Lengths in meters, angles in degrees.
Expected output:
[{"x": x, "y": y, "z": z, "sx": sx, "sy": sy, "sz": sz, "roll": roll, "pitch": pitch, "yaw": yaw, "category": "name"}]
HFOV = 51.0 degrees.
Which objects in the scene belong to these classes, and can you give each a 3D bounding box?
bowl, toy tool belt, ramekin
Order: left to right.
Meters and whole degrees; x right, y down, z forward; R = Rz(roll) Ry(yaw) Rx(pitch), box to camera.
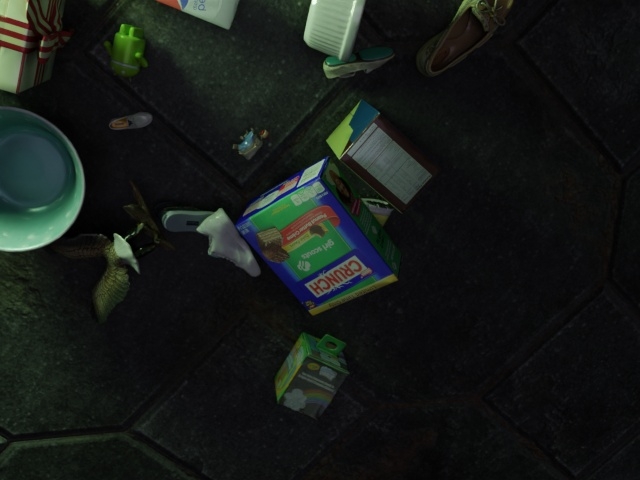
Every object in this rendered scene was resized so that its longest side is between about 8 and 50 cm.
[{"x": -0.661, "y": -0.144, "z": 1.475, "sx": 0.311, "sy": 0.163, "sz": 0.312, "roll": -2, "pitch": 106, "yaw": -7, "category": "bowl"}, {"x": -0.165, "y": -0.236, "z": 1.583, "sx": 0.051, "sy": 0.052, "sz": 0.083, "roll": 36, "pitch": 101, "yaw": -27, "category": "toy tool belt"}, {"x": 0.036, "y": -0.498, "z": 1.440, "sx": 0.108, "sy": 0.207, "sz": 0.207, "roll": 15, "pitch": 108, "yaw": -3, "category": "ramekin"}]

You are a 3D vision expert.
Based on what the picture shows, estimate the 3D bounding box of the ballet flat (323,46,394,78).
[{"x": 0.089, "y": -0.412, "z": 1.564, "sx": 0.168, "sy": 0.057, "sz": 0.052, "roll": -9, "pitch": 139, "yaw": -1, "category": "ballet flat"}]

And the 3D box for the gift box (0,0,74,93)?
[{"x": -0.637, "y": -0.455, "z": 1.324, "sx": 0.258, "sy": 0.255, "sz": 0.277, "roll": 16, "pitch": 113, "yaw": -12, "category": "gift box"}]

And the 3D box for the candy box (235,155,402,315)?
[{"x": 0.000, "y": 0.000, "z": 1.608, "sx": 0.268, "sy": 0.122, "sz": 0.317, "roll": -27, "pitch": 115, "yaw": 30, "category": "candy box"}]

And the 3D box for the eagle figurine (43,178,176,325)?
[{"x": -0.494, "y": 0.044, "z": 1.558, "sx": 0.298, "sy": 0.226, "sz": 0.225, "roll": -29, "pitch": 148, "yaw": 7, "category": "eagle figurine"}]

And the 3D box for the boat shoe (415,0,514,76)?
[{"x": 0.345, "y": -0.484, "z": 1.547, "sx": 0.104, "sy": 0.089, "sz": 0.285, "roll": 41, "pitch": 99, "yaw": -19, "category": "boat shoe"}]

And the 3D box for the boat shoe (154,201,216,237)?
[{"x": -0.308, "y": -0.057, "z": 1.626, "sx": 0.183, "sy": 0.083, "sz": 0.065, "roll": 8, "pitch": 112, "yaw": -40, "category": "boat shoe"}]

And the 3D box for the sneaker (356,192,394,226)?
[{"x": 0.073, "y": -0.070, "z": 1.668, "sx": 0.208, "sy": 0.081, "sz": 0.094, "roll": 13, "pitch": 120, "yaw": -7, "category": "sneaker"}]

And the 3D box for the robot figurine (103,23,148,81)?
[{"x": -0.422, "y": -0.411, "z": 1.470, "sx": 0.101, "sy": 0.067, "sz": 0.115, "roll": 22, "pitch": 108, "yaw": 13, "category": "robot figurine"}]

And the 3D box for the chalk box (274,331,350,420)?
[{"x": -0.014, "y": 0.339, "z": 1.777, "sx": 0.132, "sy": 0.132, "sz": 0.213, "roll": 28, "pitch": 103, "yaw": -16, "category": "chalk box"}]

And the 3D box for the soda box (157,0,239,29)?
[{"x": -0.313, "y": -0.545, "z": 1.422, "sx": 0.286, "sy": 0.098, "sz": 0.091, "roll": 19, "pitch": 107, "yaw": -15, "category": "soda box"}]

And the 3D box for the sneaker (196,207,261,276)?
[{"x": -0.225, "y": 0.021, "z": 1.637, "sx": 0.094, "sy": 0.080, "sz": 0.212, "roll": -34, "pitch": 124, "yaw": -4, "category": "sneaker"}]

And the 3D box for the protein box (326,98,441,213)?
[{"x": 0.143, "y": -0.200, "z": 1.562, "sx": 0.201, "sy": 0.200, "sz": 0.136, "roll": 39, "pitch": 101, "yaw": -19, "category": "protein box"}]

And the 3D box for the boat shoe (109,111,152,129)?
[{"x": -0.435, "y": -0.272, "z": 1.537, "sx": 0.100, "sy": 0.035, "sz": 0.035, "roll": -8, "pitch": 111, "yaw": -5, "category": "boat shoe"}]
